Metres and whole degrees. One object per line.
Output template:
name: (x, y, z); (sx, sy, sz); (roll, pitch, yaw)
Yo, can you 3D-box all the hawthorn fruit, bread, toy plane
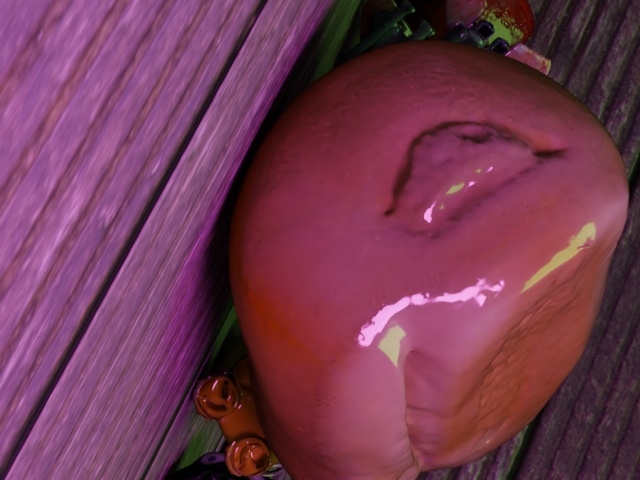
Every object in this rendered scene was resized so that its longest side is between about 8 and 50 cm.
hawthorn fruit: (0.149, -0.224, 1.575); (0.148, 0.172, 0.148); (-28, -125, 47)
bread: (0.077, 0.019, 1.251); (0.348, 0.253, 0.376); (-33, 157, -11)
toy plane: (0.064, -0.094, 1.439); (0.326, 0.223, 0.104); (-48, -149, -2)

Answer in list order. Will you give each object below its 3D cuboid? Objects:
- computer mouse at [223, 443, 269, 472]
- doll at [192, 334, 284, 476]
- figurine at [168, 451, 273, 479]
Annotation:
computer mouse: (-0.112, 0.323, 1.935); (0.217, 0.073, 0.122); (-59, 172, -45)
doll: (-0.048, 0.153, 1.501); (0.143, 0.135, 0.221); (-31, 176, 5)
figurine: (-0.105, 0.293, 1.477); (0.222, 0.145, 0.145); (-53, 167, -52)
